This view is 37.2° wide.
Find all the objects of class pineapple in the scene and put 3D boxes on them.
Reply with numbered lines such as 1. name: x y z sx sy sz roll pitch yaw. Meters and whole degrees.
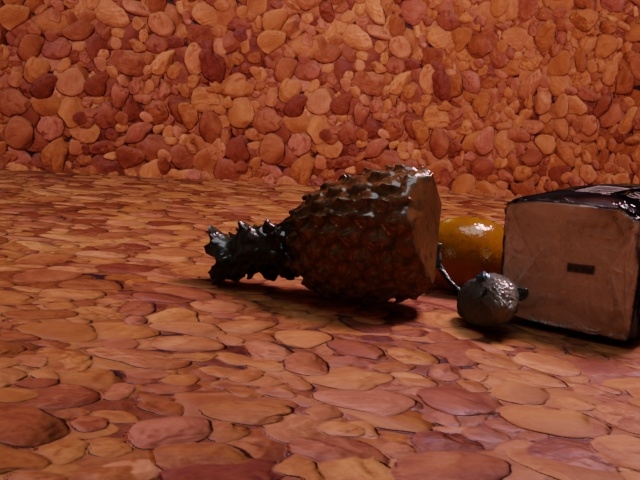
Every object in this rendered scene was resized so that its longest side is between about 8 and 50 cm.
1. pineapple: 0.000 0.000 1.382 0.362 0.201 0.202 -5 5 18

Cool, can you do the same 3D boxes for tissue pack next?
1. tissue pack: 0.430 0.018 1.398 0.210 0.198 0.370 14 12 35

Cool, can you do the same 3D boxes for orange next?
1. orange: 0.239 0.020 1.535 0.156 0.124 0.156 4 12 -1

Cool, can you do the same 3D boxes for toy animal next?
1. toy animal: 0.215 0.071 1.329 0.070 0.079 0.253 25 4 -16
